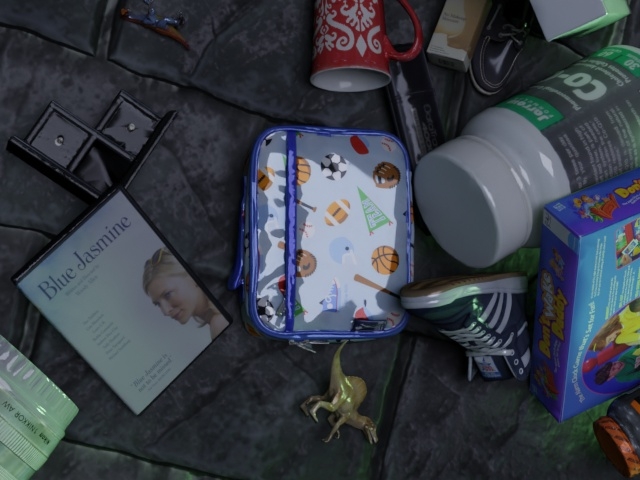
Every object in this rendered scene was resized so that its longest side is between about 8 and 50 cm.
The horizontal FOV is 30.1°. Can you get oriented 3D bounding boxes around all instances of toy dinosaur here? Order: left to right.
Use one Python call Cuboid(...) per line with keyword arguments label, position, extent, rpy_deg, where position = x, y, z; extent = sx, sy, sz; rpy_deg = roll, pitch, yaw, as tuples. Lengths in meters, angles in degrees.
Cuboid(label="toy dinosaur", position=(-0.225, -0.293, 1.594), extent=(0.082, 0.047, 0.090), rpy_deg=(-11, 98, 0))
Cuboid(label="toy dinosaur", position=(0.020, 0.210, 1.597), extent=(0.092, 0.053, 0.183), rpy_deg=(-32, 125, -16))

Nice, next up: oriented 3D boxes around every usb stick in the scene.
Cuboid(label="usb stick", position=(0.143, -0.147, 1.690), extent=(0.077, 0.045, 0.278), rpy_deg=(-13, 88, -27))

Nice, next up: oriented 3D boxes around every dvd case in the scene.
Cuboid(label="dvd case", position=(-0.246, 0.077, 1.514), extent=(0.180, 0.022, 0.253), rpy_deg=(-45, 117, -16))

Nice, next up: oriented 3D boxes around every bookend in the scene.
Cuboid(label="bookend", position=(-0.294, -0.140, 1.537), extent=(0.156, 0.072, 0.157), rpy_deg=(35, 75, -11))

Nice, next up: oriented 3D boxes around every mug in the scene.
Cuboid(label="mug", position=(0.057, -0.302, 1.648), extent=(0.150, 0.113, 0.169), rpy_deg=(1, 80, -12))

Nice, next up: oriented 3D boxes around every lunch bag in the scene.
Cuboid(label="lunch bag", position=(0.000, 0.000, 1.596), extent=(0.243, 0.115, 0.303), rpy_deg=(3, 82, -15))

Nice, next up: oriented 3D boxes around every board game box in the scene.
Cuboid(label="board game box", position=(0.411, 0.067, 1.624), extent=(0.233, 0.078, 0.347), rpy_deg=(-20, 132, -19))

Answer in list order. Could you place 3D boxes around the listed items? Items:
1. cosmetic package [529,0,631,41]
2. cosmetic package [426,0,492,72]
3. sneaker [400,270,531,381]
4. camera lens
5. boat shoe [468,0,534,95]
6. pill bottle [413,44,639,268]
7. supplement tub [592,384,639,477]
Cuboid(label="cosmetic package", position=(0.307, -0.469, 1.658), extent=(0.097, 0.284, 0.377), rpy_deg=(-22, 92, 25))
Cuboid(label="cosmetic package", position=(0.201, -0.307, 1.715), extent=(0.060, 0.041, 0.115), rpy_deg=(16, 77, 18))
Cuboid(label="sneaker", position=(0.205, 0.123, 1.601), extent=(0.282, 0.099, 0.153), rpy_deg=(-3, 90, -54))
Cuboid(label="camera lens", position=(-0.446, 0.234, 1.373), extent=(0.219, 0.219, 0.274), rpy_deg=(44, 74, -9))
Cuboid(label="boat shoe", position=(0.271, -0.314, 1.737), extent=(0.075, 0.065, 0.206), rpy_deg=(21, 79, -14))
Cuboid(label="pill bottle", position=(0.318, -0.115, 1.637), extent=(0.361, 0.204, 0.204), rpy_deg=(-29, 93, -26))
Cuboid(label="supplement tub", position=(0.490, 0.250, 1.681), extent=(0.190, 0.117, 0.117), rpy_deg=(-29, 93, -7))
